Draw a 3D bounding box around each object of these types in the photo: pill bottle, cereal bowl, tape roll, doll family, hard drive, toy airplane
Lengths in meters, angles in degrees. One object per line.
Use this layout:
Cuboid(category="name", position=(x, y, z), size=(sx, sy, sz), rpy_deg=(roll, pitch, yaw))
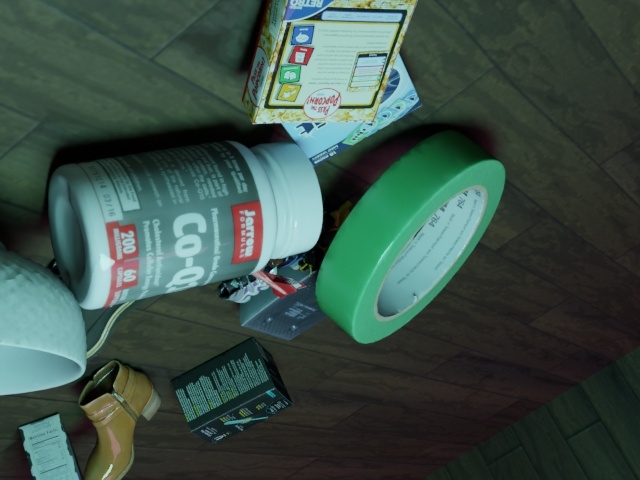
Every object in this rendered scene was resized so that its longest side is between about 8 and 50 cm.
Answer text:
Cuboid(category="pill bottle", position=(-0.150, -0.027, 1.209), size=(0.283, 0.161, 0.161), rpy_deg=(-12, 151, -29))
Cuboid(category="cereal bowl", position=(-0.415, 0.072, 1.109), size=(0.338, 0.141, 0.339), rpy_deg=(-4, 164, -1))
Cuboid(category="tape roll", position=(0.129, -0.001, 1.498), size=(0.321, 0.077, 0.321), rpy_deg=(-41, 157, -22))
Cuboid(category="doll family", position=(0.000, 0.000, 1.491), size=(0.193, 0.076, 0.111), rpy_deg=(-47, 170, 15))
Cuboid(category="hard drive", position=(0.005, 0.060, 1.645), size=(0.254, 0.054, 0.172), rpy_deg=(-35, 154, 15))
Cuboid(category="toy airplane", position=(-0.089, 0.038, 1.445), size=(0.151, 0.151, 0.028), rpy_deg=(76, 36, -64))

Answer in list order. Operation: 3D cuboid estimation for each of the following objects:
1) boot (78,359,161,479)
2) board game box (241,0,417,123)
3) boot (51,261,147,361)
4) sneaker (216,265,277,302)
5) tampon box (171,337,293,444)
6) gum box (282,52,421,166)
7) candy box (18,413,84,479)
Cuboid(category="boot", position=(-0.337, 0.287, 1.661), size=(0.197, 0.072, 0.152), rpy_deg=(-63, 153, -19))
Cuboid(category="board game box", position=(0.011, -0.208, 1.096), size=(0.146, 0.045, 0.194), rpy_deg=(-3, 135, -25))
Cuboid(category="boot", position=(-0.320, 0.079, 1.366), size=(0.198, 0.077, 0.137), rpy_deg=(-48, 145, 13))
Cuboid(category="sneaker", position=(-0.113, 0.061, 1.552), size=(0.069, 0.038, 0.098), rpy_deg=(4, 140, -49))
Cuboid(category="tampon box", position=(-0.150, 0.260, 1.817), size=(0.161, 0.101, 0.120), rpy_deg=(-27, 154, 2))
Cuboid(category="gum box", position=(0.025, -0.173, 1.241), size=(0.157, 0.041, 0.184), rpy_deg=(-30, 155, 5))
Cuboid(category="candy box", position=(-0.416, 0.403, 1.719), size=(0.070, 0.196, 0.165), rpy_deg=(-19, 153, -14))
